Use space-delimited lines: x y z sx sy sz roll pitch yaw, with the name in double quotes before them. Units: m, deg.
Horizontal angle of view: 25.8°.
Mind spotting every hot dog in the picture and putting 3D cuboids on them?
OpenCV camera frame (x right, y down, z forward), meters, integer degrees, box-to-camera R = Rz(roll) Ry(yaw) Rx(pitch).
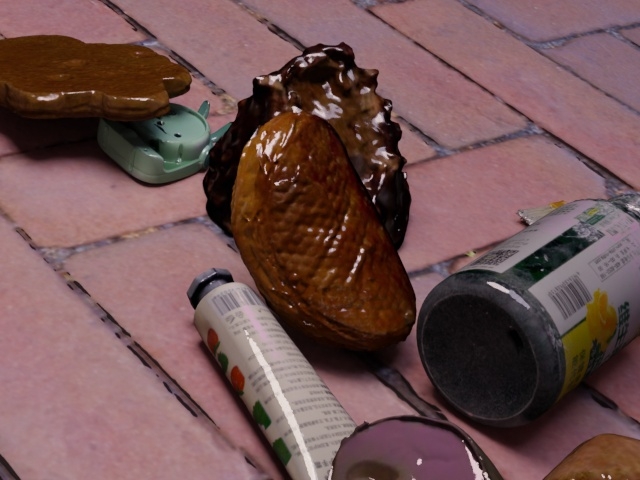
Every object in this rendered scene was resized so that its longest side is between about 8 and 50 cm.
"hot dog" 0.003 -0.002 1.239 0.160 0.099 0.227 -24 85 -58

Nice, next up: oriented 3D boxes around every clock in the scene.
"clock" -0.157 -0.109 1.452 0.135 0.041 0.101 -21 46 -41

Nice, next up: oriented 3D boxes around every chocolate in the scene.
"chocolate" 0.004 -0.102 1.380 0.224 0.177 0.206 -16 43 -35

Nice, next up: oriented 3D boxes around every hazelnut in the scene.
"hazelnut" 0.219 0.215 1.026 0.143 0.143 0.154 25 14 18

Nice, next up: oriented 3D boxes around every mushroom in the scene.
"mushroom" 0.083 0.216 0.990 0.117 0.141 0.188 36 18 -32

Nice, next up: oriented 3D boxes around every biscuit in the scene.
"biscuit" -0.250 -0.166 1.461 0.208 0.041 0.290 -15 28 -35

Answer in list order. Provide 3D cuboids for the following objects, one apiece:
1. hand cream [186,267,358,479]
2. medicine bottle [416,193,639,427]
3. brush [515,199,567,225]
"hand cream" -0.030 0.124 1.143 0.095 0.059 0.276 -5 41 -35
"medicine bottle" 0.220 0.048 1.260 0.141 0.141 0.293 31 37 26
"brush" 0.342 -0.026 1.532 0.272 0.013 0.103 -14 42 -36
